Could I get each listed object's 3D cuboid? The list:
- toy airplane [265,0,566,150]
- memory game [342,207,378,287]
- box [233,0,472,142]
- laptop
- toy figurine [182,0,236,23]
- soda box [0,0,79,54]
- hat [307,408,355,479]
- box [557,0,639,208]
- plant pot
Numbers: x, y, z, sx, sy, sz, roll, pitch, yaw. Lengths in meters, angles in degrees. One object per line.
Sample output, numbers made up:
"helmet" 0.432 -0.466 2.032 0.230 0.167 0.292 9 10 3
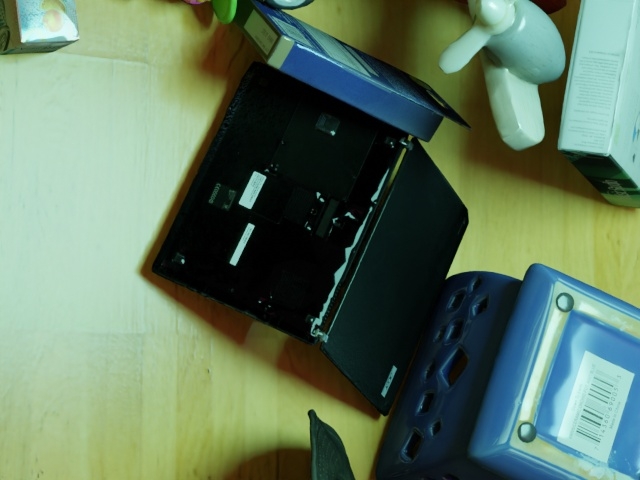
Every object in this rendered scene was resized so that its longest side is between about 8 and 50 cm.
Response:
"toy airplane" 0.149 -0.310 1.729 0.386 0.272 0.384 48 43 -4
"memory game" -0.023 -0.033 1.749 0.186 0.012 0.186 3 84 -31
"box" 0.029 -0.158 1.724 0.225 0.136 0.036 23 106 -27
"laptop" 0.000 0.000 1.745 0.264 0.136 0.234 24 71 -1
"toy figurine" -0.162 -0.275 1.650 0.159 0.130 0.173 -8 114 -19
"soda box" -0.260 -0.258 1.594 0.058 0.063 0.183 -6 88 -32
"hat" -0.014 0.324 1.622 0.134 0.331 0.331 -16 94 5
"box" 0.309 -0.169 1.822 0.322 0.058 0.232 25 74 -69
"plant pot" 0.223 0.162 1.740 0.236 0.212 0.236 26 71 -15
